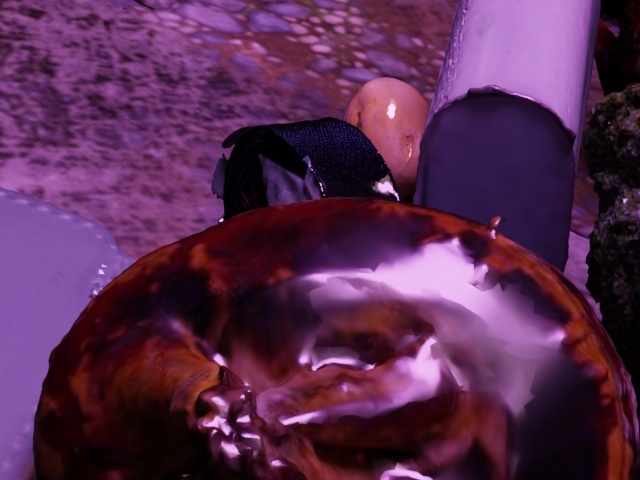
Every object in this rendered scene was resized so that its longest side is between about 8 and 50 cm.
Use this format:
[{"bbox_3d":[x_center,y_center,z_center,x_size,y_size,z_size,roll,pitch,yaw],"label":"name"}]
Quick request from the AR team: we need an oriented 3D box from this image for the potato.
[{"bbox_3d":[0.046,-0.058,1.011,0.062,0.068,0.083,-1,2,40],"label":"potato"}]

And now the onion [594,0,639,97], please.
[{"bbox_3d":[0.325,-0.135,0.995,0.341,0.341,0.341,12,35,-8],"label":"onion"}]

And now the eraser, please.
[{"bbox_3d":[0.100,-0.069,0.935,0.081,0.174,0.227,9,39,7],"label":"eraser"}]

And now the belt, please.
[{"bbox_3d":[0.000,0.000,0.873,0.058,0.105,0.140,-7,54,-30],"label":"belt"}]

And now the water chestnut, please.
[{"bbox_3d":[0.004,0.089,0.657,0.223,0.238,0.224,-1,75,4],"label":"water chestnut"}]

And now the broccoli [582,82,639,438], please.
[{"bbox_3d":[0.265,0.026,0.766,0.283,0.321,0.304,-26,82,-22],"label":"broccoli"}]

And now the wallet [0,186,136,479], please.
[{"bbox_3d":[-0.269,0.022,0.750,0.360,0.083,0.252,21,40,3],"label":"wallet"}]
